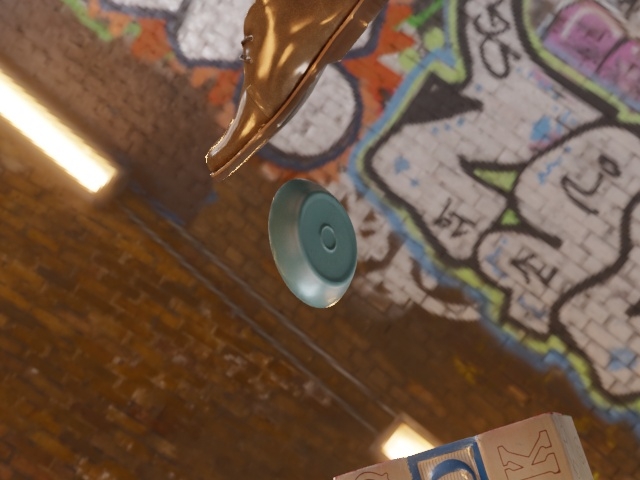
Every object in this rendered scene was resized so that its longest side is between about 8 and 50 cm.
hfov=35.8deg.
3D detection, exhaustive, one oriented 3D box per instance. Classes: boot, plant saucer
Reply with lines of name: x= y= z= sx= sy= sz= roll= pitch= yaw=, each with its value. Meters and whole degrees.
boot: x=-0.053 y=-0.199 z=1.118 sx=0.115 sy=0.305 sz=0.112 roll=37 pitch=-157 yaw=-8
plant saucer: x=0.000 y=0.000 z=0.888 sx=0.119 sy=0.021 sz=0.119 roll=22 pitch=-119 yaw=-48

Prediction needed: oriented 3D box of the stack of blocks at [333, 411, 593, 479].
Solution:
stack of blocks: x=0.098 y=0.260 z=0.532 sx=0.087 sy=0.171 sz=0.297 roll=28 pitch=-137 yaw=-66
